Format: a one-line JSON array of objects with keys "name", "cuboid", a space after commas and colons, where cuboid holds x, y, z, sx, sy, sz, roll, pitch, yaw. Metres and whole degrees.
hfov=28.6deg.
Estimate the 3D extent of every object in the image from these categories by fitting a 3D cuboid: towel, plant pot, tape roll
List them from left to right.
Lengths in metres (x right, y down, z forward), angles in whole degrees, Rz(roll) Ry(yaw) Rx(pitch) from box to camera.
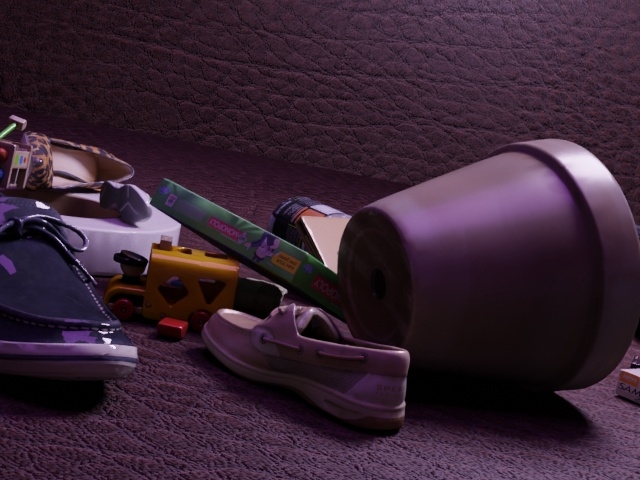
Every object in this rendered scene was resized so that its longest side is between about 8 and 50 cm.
[{"name": "tape roll", "cuboid": [-0.410, -0.027, 1.923, 0.392, 0.072, 0.392, 10, 10, -2]}, {"name": "towel", "cuboid": [-0.106, 0.074, 1.809, 0.110, 0.027, 0.148, 11, 9, 3]}, {"name": "plant pot", "cuboid": [0.185, 0.043, 1.553, 0.280, 0.323, 0.323, -6, 16, -27]}]

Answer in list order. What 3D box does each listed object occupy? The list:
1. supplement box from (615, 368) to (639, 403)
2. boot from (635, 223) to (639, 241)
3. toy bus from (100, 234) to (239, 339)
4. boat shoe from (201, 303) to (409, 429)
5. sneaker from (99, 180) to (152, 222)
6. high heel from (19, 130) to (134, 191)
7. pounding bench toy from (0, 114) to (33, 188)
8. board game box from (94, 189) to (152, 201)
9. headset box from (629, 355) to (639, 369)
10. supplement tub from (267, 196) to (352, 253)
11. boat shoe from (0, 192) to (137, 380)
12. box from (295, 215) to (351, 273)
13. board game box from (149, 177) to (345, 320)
[{"name": "supplement box", "cuboid": [0.452, 0.198, 1.690, 0.098, 0.036, 0.062, 3, 12, -41]}, {"name": "boot", "cuboid": [0.533, 0.066, 2.248, 0.367, 0.146, 0.445, 6, 19, -9]}, {"name": "toy bus", "cuboid": [-0.200, 0.048, 1.609, 0.191, 0.104, 0.202, 17, 11, 35]}, {"name": "boat shoe", "cuboid": [-0.017, 0.119, 1.416, 0.109, 0.098, 0.302, 2, 13, -44]}, {"name": "sneaker", "cuboid": [-0.279, -0.060, 1.890, 0.061, 0.054, 0.152, 9, 9, -32]}, {"name": "high heel", "cuboid": [-0.381, -0.121, 1.989, 0.186, 0.093, 0.261, 3, 2, -13]}, {"name": "pounding bench toy", "cuboid": [-0.373, -0.106, 1.469, 0.052, 0.083, 0.065, 13, 4, 7]}, {"name": "board game box", "cuboid": [-0.373, -0.071, 2.354, 0.259, 0.039, 0.124, 13, 8, 26]}, {"name": "headset box", "cuboid": [0.479, 0.192, 1.775, 0.083, 0.032, 0.062, 13, 9, 18]}, {"name": "supplement tub", "cuboid": [0.000, 0.000, 2.102, 0.117, 0.117, 0.190, 5, 12, -31]}, {"name": "boat shoe", "cuboid": [-0.351, 0.033, 1.381, 0.186, 0.156, 0.500, 7, 11, -36]}, {"name": "box", "cuboid": [0.065, 0.037, 1.947, 0.201, 0.021, 0.164, 1, 55, -48]}, {"name": "board game box", "cuboid": [-0.068, 0.025, 1.712, 0.317, 0.046, 0.213, 27, -5, 44]}]
